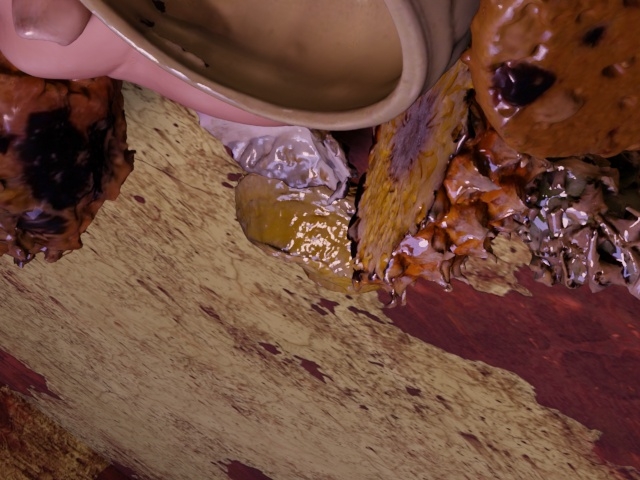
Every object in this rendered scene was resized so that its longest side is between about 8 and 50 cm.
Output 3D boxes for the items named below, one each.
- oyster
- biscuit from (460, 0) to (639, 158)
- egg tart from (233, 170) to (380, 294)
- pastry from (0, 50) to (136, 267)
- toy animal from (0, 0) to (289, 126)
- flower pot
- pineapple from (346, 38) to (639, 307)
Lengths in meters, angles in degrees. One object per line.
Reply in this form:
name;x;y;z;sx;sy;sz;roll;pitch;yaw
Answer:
oyster;-0.049;-0.126;1.313;0.223;0.083;0.214;18;153;34
biscuit;0.212;-0.164;0.766;0.296;0.296;0.075;73;172;-60
egg tart;0.000;0.000;1.520;0.252;0.098;0.232;36;160;-28
pastry;-0.350;-0.164;1.296;0.337;0.292;0.405;-4;125;55
toy animal;-0.129;-0.207;1.081;0.326;0.237;0.269;14;163;18
flower pot;-0.015;-0.243;0.818;0.308;0.244;0.307;25;157;11
pineapple;0.191;-0.030;1.118;0.272;0.262;0.262;19;160;-14
